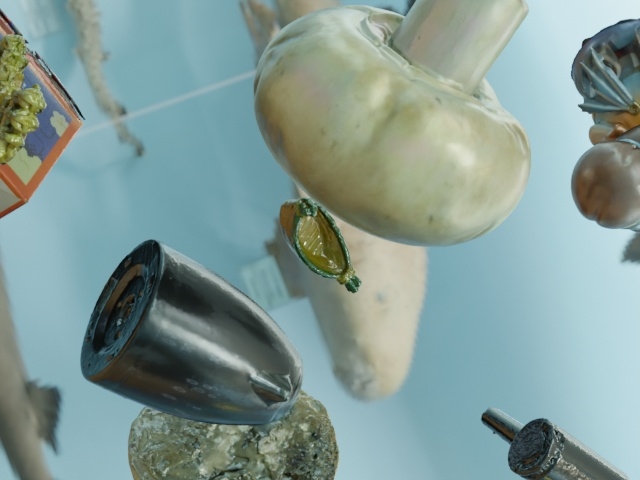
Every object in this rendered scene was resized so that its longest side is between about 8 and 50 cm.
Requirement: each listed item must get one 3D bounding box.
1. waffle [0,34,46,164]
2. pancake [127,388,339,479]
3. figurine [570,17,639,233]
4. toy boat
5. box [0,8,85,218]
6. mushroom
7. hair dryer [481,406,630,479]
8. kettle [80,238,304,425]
[{"bbox_3d":[-0.407,-0.183,1.842,0.051,0.149,0.194,26,33,-36],"label":"waffle"},{"bbox_3d":[-0.152,0.372,2.483,0.082,0.386,0.387,104,-34,-46],"label":"pancake"},{"bbox_3d":[0.502,-0.162,2.105,0.248,0.276,0.388,60,20,-47],"label":"figurine"},{"bbox_3d":[0.000,0.000,2.286,0.088,0.089,0.229,27,-22,39],"label":"toy boat"},{"bbox_3d":[-0.611,-0.169,2.161,0.318,0.348,0.257,51,32,-19],"label":"box"},{"bbox_3d":[0.112,-0.150,1.676,0.325,0.353,0.353,67,-12,-1],"label":"mushroom"},{"bbox_3d":[0.322,0.304,2.082,0.197,0.089,0.251,33,1,-31],"label":"hair dryer"},{"bbox_3d":[-0.163,0.143,1.945,0.290,0.207,0.268,27,-1,-25],"label":"kettle"}]
